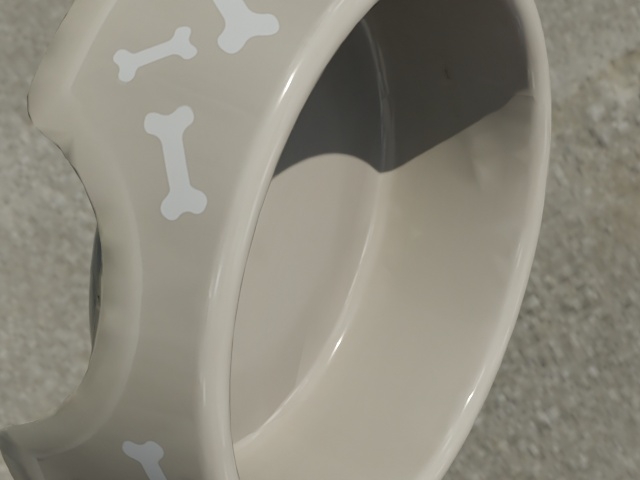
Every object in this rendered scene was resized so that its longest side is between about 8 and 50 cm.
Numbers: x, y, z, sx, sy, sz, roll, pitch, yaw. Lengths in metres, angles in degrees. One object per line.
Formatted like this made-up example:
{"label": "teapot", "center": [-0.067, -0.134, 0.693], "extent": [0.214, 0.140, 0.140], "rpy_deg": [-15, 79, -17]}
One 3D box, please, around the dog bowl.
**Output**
{"label": "dog bowl", "center": [0.000, 0.000, 0.716], "extent": [0.102, 0.349, 0.349], "rpy_deg": [16, 63, 28]}
